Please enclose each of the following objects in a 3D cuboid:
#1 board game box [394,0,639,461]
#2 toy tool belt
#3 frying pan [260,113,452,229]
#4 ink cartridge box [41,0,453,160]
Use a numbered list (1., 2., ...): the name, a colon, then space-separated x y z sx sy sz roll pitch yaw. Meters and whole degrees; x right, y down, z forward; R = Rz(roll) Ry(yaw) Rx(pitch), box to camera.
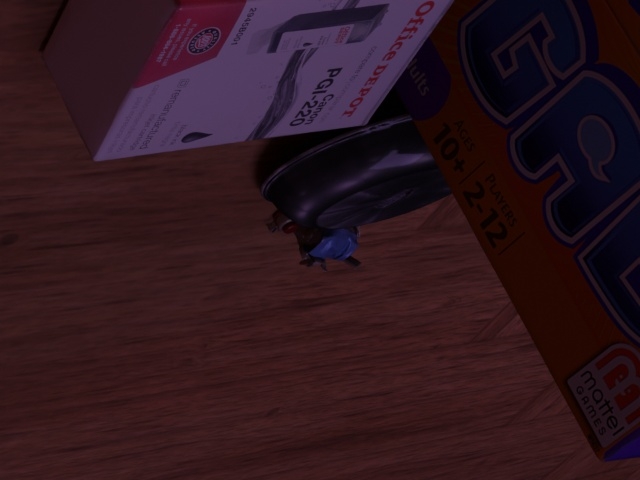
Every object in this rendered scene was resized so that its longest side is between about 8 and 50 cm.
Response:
1. board game box: 0.332 -0.094 1.352 0.356 0.356 0.356 1 144 -48
2. toy tool belt: 0.000 0.000 1.587 0.052 0.051 0.083 -40 153 28
3. frying pan: 0.075 -0.049 1.558 0.197 0.053 0.326 -22 166 19
4. ink cartridge box: -0.041 -0.139 1.204 0.218 0.092 0.158 -12 153 -35
